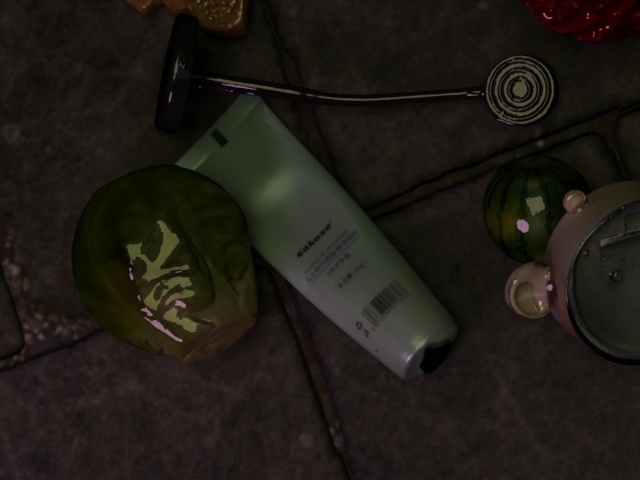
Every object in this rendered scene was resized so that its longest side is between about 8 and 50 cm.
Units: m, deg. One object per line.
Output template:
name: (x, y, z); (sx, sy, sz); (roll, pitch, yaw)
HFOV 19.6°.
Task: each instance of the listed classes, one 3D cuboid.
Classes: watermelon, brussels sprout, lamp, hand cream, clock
watermelon: (0.193, -0.024, 1.628); (0.109, 0.109, 0.109); (-1, 85, 14)
brussels sprout: (-0.142, 0.025, 1.685); (0.162, 0.144, 0.180); (-18, 73, -11)
lamp: (0.021, -0.133, 1.665); (0.371, 0.108, 0.130); (10, 90, 12)
hand cream: (0.000, 0.000, 1.696); (0.109, 0.067, 0.320); (-46, 72, 5)
clock: (0.270, 0.026, 1.578); (0.229, 0.063, 0.155); (-11, 111, -16)

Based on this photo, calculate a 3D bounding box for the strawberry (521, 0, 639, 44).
strawberry: (0.237, -0.272, 1.559); (0.205, 0.244, 0.205); (-1, 87, 12)

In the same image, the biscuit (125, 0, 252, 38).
biscuit: (-0.103, -0.311, 1.751); (0.238, 0.041, 0.212); (-47, 72, 8)
